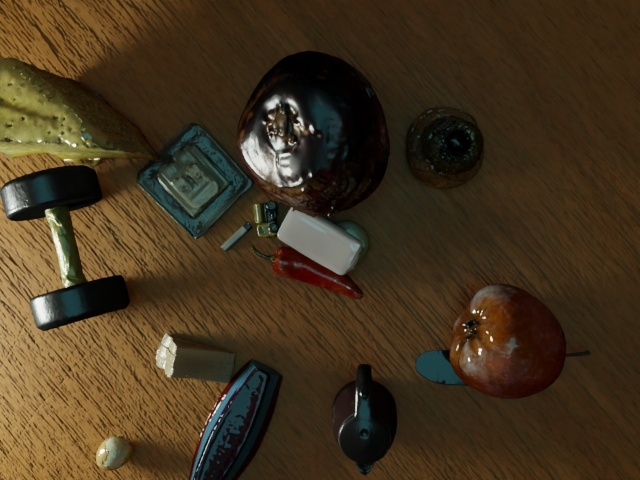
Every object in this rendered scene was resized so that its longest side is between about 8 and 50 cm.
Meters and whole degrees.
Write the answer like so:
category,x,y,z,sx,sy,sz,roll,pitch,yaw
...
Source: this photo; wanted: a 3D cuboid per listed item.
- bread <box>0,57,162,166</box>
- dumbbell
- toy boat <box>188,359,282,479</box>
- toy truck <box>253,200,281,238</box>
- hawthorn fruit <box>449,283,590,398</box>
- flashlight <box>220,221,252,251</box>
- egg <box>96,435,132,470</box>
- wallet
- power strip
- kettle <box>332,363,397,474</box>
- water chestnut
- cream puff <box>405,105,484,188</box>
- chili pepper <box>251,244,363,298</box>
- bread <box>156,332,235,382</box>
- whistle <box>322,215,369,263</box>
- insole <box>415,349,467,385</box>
category,x,y,z,sx,sy,sz,roll,pitch,yaw
bread,-0.565,-0.205,1.468,0.279,0.248,0.315,-44,75,8
dumbbell,-0.549,0.016,1.489,0.204,0.204,0.322,-16,89,3
toy boat,-0.211,0.458,1.541,0.136,0.079,0.392,27,89,4
toy truck,-0.119,-0.045,1.541,0.054,0.049,0.083,-7,89,4
hawthorn fruit,0.390,0.226,1.423,0.235,0.231,0.263,-41,83,13
flashlight,-0.190,-0.009,1.559,0.083,0.018,0.018,-43,88,3
egg,-0.469,0.483,1.552,0.071,0.071,0.083,42,96,2
wallet,0.000,0.000,1.495,0.190,0.033,0.095,32,103,10
power strip,-0.288,-0.138,1.542,0.213,0.064,0.198,44,94,1
kettle,0.097,0.361,1.439,0.144,0.232,0.202,6,90,2
water chestnut,0.006,-0.222,1.429,0.350,0.302,0.350,13,113,33
cream puff,0.269,-0.204,1.458,0.183,0.169,0.183,0,92,4
chili pepper,-0.027,0.064,1.528,0.272,0.063,0.071,21,80,2
bread,-0.284,0.270,1.565,0.152,0.105,0.077,15,91,-29
whistle,0.020,-0.021,1.528,0.198,0.057,0.104,38,92,1
insole,0.328,0.294,1.540,0.232,0.003,0.080,13,91,3
